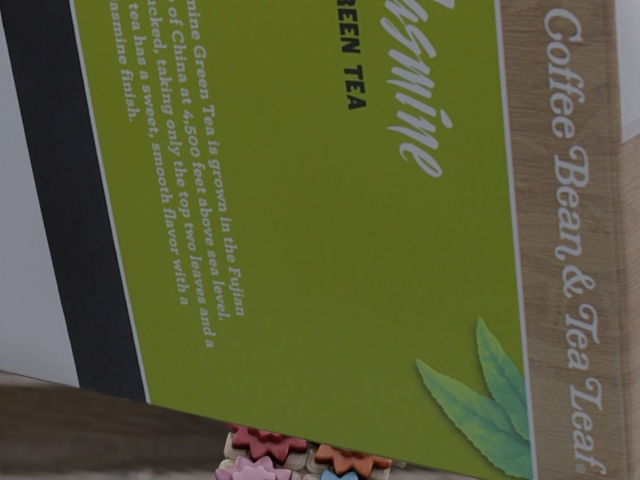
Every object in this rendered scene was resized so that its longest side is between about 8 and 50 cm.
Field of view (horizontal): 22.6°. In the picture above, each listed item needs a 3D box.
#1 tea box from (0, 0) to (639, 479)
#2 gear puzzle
[{"bbox_3d":[0.045,-0.086,0.674,0.324,0.220,0.329,9,28,31],"label":"tea box"},{"bbox_3d":[0.006,0.144,1.542,0.175,0.044,0.339,10,51,5],"label":"gear puzzle"}]
